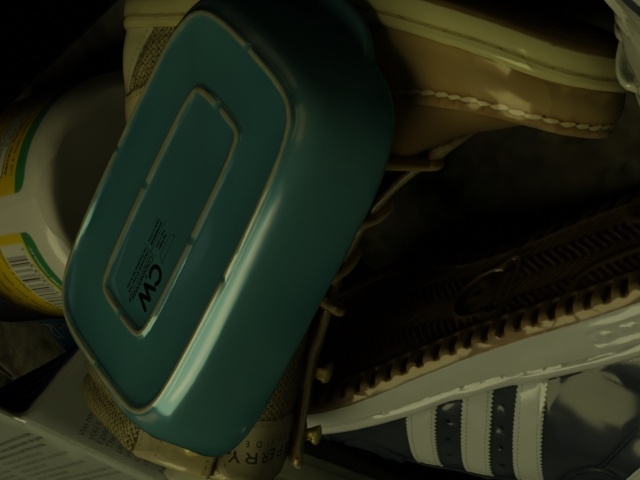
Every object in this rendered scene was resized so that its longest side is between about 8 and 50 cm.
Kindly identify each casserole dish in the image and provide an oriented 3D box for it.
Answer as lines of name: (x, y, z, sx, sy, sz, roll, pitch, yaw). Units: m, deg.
casserole dish: (-0.042, -0.009, 0.633, 0.114, 0.037, 0.188, 49, 121, 40)

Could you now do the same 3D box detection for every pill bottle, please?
pill bottle: (-0.143, -0.017, 0.913, 0.208, 0.117, 0.117, -9, 126, 53)

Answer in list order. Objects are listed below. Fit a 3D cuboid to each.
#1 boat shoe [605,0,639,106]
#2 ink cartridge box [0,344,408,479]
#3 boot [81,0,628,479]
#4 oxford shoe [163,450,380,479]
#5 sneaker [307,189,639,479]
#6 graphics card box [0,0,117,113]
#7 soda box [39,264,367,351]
boat shoe: (0.137, -0.067, 0.550, 0.267, 0.096, 0.088, 36, 147, -11)
ink cartridge box: (-0.115, 0.132, 1.021, 0.330, 0.071, 0.324, 29, 160, -15)
boot: (0.000, 0.000, 0.677, 0.095, 0.204, 0.262, 8, -177, -44)
oxford shoe: (0.125, 0.218, 0.820, 0.449, 0.130, 0.169, 21, 172, -1)
sneaker: (0.099, 0.078, 0.754, 0.282, 0.099, 0.153, -20, 117, 44)
graphics card box: (-0.153, -0.098, 0.694, 0.094, 0.233, 0.371, 48, 151, -13)
soda box: (-0.066, 0.036, 0.942, 0.210, 0.071, 0.067, -3, 132, 51)
